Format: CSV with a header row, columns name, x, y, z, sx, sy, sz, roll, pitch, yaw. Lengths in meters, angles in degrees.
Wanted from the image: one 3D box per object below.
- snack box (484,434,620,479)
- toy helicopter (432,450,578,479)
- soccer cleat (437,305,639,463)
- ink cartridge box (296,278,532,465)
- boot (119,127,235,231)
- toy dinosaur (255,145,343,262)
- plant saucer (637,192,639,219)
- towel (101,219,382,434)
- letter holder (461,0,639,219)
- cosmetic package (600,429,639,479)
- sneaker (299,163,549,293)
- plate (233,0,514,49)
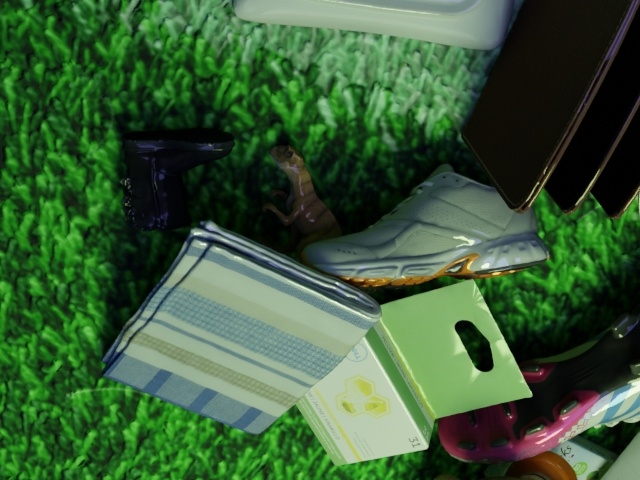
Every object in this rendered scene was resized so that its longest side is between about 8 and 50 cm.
name,x,y,z,sx,sy,sz,roll,pitch,yaw
snack box,0.281,0.276,1.444,0.141,0.037,0.100,28,108,-20
toy helicopter,0.143,0.385,1.380,0.355,0.140,0.235,-15,91,30
soccer cleat,0.295,0.176,1.349,0.331,0.116,0.143,-28,139,20
ink cartridge box,0.085,0.147,1.301,0.235,0.056,0.171,-16,119,27
boot,-0.144,-0.060,1.218,0.121,0.045,0.099,-1,114,1
toy dinosaur,0.000,0.000,1.258,0.112,0.064,0.211,-32,116,7
plant saucer,0.461,-0.088,1.267,0.310,0.050,0.310,-9,120,-15
towel,-0.089,0.099,1.244,0.209,0.034,0.285,25,137,-15
letter holder,0.282,-0.168,1.131,0.152,0.214,0.302,18,112,-16
cosmetic package,0.407,0.380,1.424,0.217,0.156,0.385,20,110,-31
sneaker,0.101,-0.015,1.247,0.262,0.099,0.121,-6,82,-17
plate,0.072,-0.319,1.125,0.278,0.045,0.277,5,114,-11
